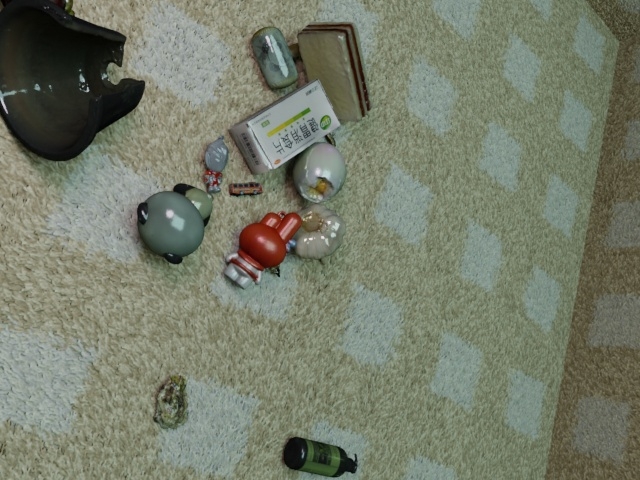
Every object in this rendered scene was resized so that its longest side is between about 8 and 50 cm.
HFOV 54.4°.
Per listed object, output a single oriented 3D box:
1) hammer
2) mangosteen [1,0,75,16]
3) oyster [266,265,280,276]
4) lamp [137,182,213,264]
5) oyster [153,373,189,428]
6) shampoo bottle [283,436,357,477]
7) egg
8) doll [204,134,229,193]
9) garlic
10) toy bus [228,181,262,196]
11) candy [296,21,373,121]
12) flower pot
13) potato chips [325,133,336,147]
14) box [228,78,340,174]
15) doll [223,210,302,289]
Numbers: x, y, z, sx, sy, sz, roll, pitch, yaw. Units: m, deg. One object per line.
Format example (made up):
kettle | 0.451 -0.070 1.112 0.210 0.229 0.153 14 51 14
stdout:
hammer | -0.092 -0.637 2.107 0.305 0.113 0.202 -34 109 -44
mangosteen | -0.721 -0.630 1.582 0.172 0.172 0.184 52 32 -22
oyster | -0.158 0.050 2.019 0.132 0.029 0.086 48 61 -17
lamp | -0.405 -0.059 1.759 0.198 0.197 0.244 59 33 -17
oyster | -0.421 0.457 1.765 0.108 0.053 0.166 -5 96 -28
shampoo bottle | 0.015 0.720 2.043 0.283 0.101 0.101 26 70 -33
egg | -0.004 -0.239 2.073 0.183 0.183 0.217 29 43 -32
doll | -0.319 -0.232 1.900 0.094 0.079 0.180 2 97 -52
garlic | 0.000 0.000 2.088 0.199 0.199 0.226 -60 151 -25
toy bus | -0.238 -0.163 1.979 0.110 0.031 0.043 -6 82 -38
candy | 0.052 -0.566 2.087 0.135 0.179 0.321 -55 140 -42
flower pot | -0.615 -0.406 1.562 0.251 0.379 0.380 -37 109 -56
potato chips | -0.015 -0.399 2.179 0.204 0.026 0.037 41 69 -27
box | -0.116 -0.363 2.008 0.332 0.145 0.173 -38 107 -29
doll | -0.178 0.016 1.934 0.161 0.130 0.290 37 78 3
